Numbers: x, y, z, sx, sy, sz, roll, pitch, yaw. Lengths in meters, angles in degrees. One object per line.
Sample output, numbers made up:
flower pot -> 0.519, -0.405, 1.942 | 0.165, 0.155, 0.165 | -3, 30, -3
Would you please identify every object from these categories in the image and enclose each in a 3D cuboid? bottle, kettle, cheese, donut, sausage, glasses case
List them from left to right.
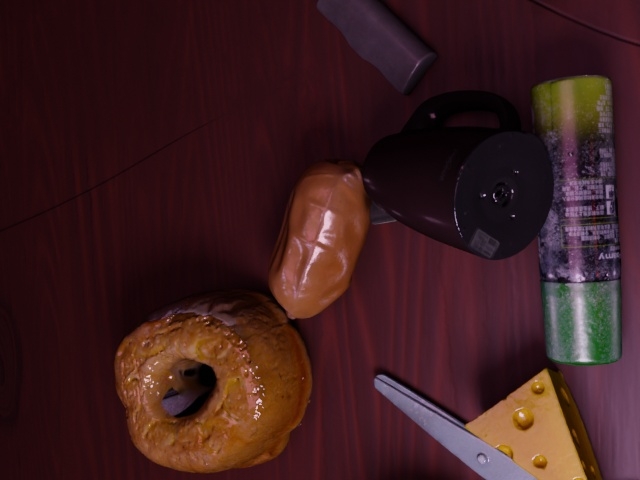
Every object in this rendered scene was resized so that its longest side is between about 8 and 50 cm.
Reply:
donut -> -0.171, 0.214, 1.116 | 0.299, 0.150, 0.317 | 44, 113, 23
sausage -> 0.000, 0.000, 1.015 | 0.120, 0.136, 0.241 | 25, 109, 25
glasses case -> 0.074, -0.289, 1.005 | 0.190, 0.042, 0.072 | 49, 122, 18
kettle -> 0.154, -0.094, 0.885 | 0.232, 0.144, 0.201 | 24, 90, 57
cheese -> 0.280, 0.256, 0.864 | 0.126, 0.093, 0.171 | -40, 66, 12
bottle -> 0.303, -0.022, 0.857 | 0.093, 0.093, 0.329 | -3, 92, 30

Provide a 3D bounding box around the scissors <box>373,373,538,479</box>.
scissors -> 0.248, 0.309, 0.946 | 0.447, 0.029, 0.192 | 34, 108, 24
